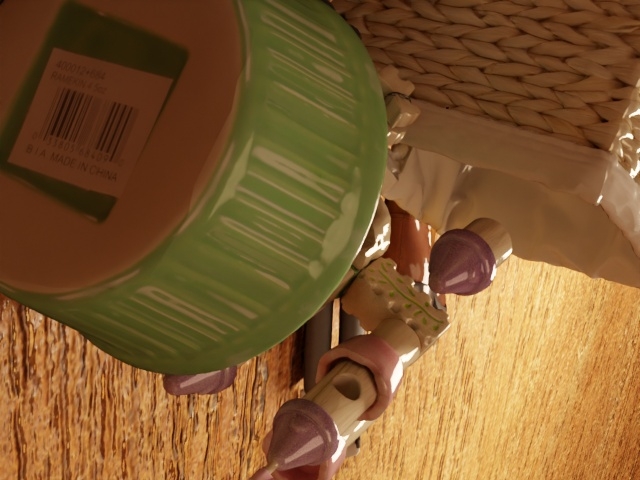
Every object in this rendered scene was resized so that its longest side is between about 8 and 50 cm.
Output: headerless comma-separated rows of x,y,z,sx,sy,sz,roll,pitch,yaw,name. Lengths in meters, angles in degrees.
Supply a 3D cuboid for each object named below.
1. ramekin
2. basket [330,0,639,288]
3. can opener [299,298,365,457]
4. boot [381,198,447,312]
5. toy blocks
-0.119,-0.068,1.025,0.148,0.303,0.303,28,87,-55,ramekin
0.202,-0.138,1.325,0.328,0.331,0.266,34,76,-55,basket
0.013,0.142,1.676,0.093,0.074,0.280,-88,180,-51,can opener
0.097,-0.054,1.648,0.264,0.096,0.280,-5,99,-77,boot
-0.049,0.035,1.147,0.260,0.288,0.309,-35,166,-49,toy blocks
